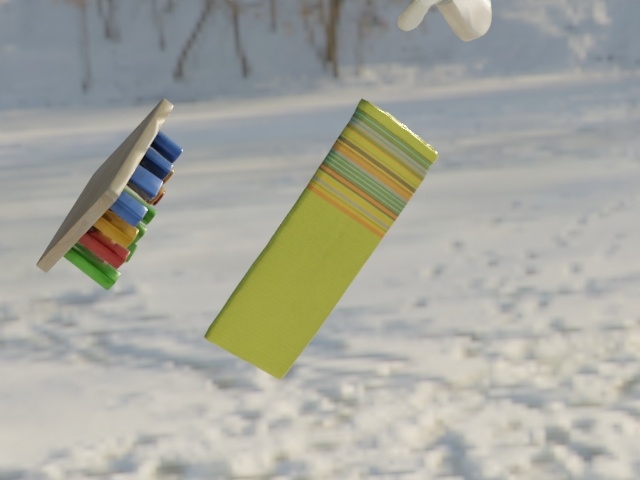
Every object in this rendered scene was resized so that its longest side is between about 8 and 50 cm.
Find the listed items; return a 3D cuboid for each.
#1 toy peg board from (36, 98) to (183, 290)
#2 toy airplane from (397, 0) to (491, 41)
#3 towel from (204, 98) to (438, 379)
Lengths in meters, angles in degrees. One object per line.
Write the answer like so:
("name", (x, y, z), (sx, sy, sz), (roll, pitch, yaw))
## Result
("toy peg board", (-0.202, -0.039, 1.827), (0.160, 0.079, 0.161), (-41, 18, 42))
("toy airplane", (0.044, -0.424, 1.826), (0.386, 0.384, 0.272), (9, -6, -28))
("towel", (0.000, 0.000, 1.437), (0.102, 0.237, 0.021), (34, 2, -42))
